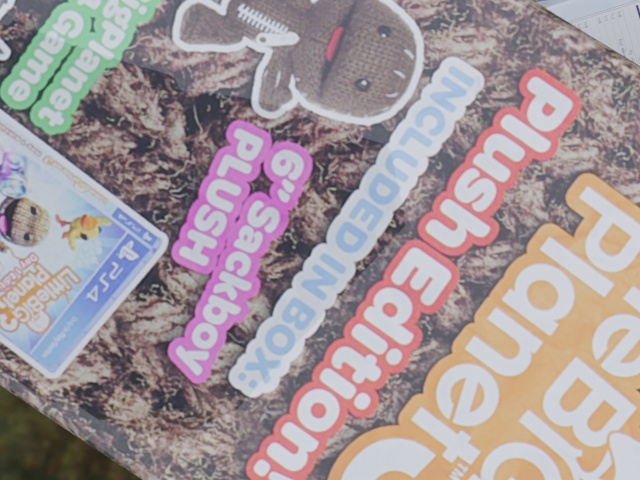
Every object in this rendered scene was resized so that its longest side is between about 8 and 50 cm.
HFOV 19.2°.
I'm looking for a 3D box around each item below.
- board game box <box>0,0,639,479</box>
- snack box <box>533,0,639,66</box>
[{"bbox_3d":[0.000,0.000,0.537,0.141,0.291,0.232,-57,-7,-1],"label":"board game box"},{"bbox_3d":[0.156,-0.108,1.003,0.174,0.207,0.070,-132,23,-82],"label":"snack box"}]
